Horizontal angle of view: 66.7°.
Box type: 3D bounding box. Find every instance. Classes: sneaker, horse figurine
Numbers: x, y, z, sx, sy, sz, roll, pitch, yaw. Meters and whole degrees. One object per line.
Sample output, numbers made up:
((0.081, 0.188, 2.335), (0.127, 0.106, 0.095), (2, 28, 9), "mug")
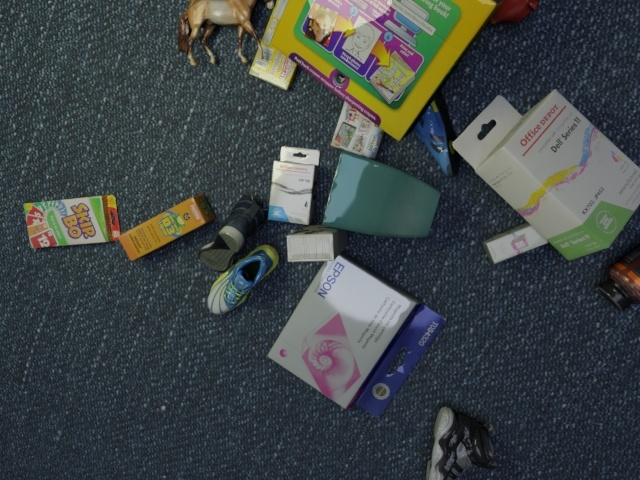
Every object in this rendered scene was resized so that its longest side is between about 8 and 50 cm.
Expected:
((0.341, 0.547, 1.174), (0.152, 0.101, 0.269), (9, 96, 11), "sneaker")
((-0.213, -0.020, 1.210), (0.086, 0.164, 0.226), (39, 143, -13), "sneaker")
((-0.232, -0.508, 1.145), (0.263, 0.066, 0.175), (-1, 105, 12), "horse figurine")
((0.258, -0.241, 1.113), (0.082, 0.069, 0.210), (-12, 103, 38), "sneaker")
((-0.208, 0.102, 1.199), (0.091, 0.126, 0.240), (44, 102, 2), "sneaker")

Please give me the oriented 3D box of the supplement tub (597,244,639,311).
((0.705, 0.065, 1.048), (0.198, 0.106, 0.106), (-41, 89, 12), "supplement tub")

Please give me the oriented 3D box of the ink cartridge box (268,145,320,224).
((-0.064, -0.135, 1.177), (0.104, 0.060, 0.180), (8, 99, 9), "ink cartridge box")

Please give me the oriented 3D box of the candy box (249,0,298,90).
((-0.084, -0.472, 1.153), (0.105, 0.027, 0.206), (25, 101, 5), "candy box")

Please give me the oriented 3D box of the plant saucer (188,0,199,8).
((-0.286, -0.565, 1.182), (0.083, 0.015, 0.084), (1, 98, 10), "plant saucer")

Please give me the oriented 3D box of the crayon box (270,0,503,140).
((0.117, -0.441, 0.987), (0.362, 0.106, 0.313), (39, 127, 5), "crayon box")

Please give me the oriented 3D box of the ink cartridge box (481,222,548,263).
((0.435, 0.002, 1.094), (0.122, 0.088, 0.052), (-22, 90, 11), "ink cartridge box")

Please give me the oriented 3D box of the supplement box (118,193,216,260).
((-0.390, -0.033, 1.239), (0.233, 0.080, 0.078), (-27, 94, 10), "supplement box")

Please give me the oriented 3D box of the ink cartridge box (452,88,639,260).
((0.476, -0.159, 1.011), (0.353, 0.119, 0.207), (44, 71, 2), "ink cartridge box")

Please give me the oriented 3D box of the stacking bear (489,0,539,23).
((0.332, -0.569, 1.011), (0.289, 0.175, 0.164), (40, 109, -7), "stacking bear")

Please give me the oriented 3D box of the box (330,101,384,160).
((0.109, -0.303, 1.137), (0.114, 0.036, 0.207), (20, 100, 7), "box")

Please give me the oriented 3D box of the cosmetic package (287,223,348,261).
((0.000, 0.000, 1.092), (0.098, 0.239, 0.061), (0, 97, 9), "cosmetic package")

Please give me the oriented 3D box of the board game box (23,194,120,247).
((-0.667, -0.050, 1.308), (0.259, 0.039, 0.124), (-5, 97, 8), "board game box")

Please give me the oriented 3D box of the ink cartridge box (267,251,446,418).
((0.086, 0.239, 1.198), (0.330, 0.071, 0.324), (32, 101, 6), "ink cartridge box")

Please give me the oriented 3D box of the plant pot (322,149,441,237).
((0.138, -0.093, 1.103), (0.234, 0.166, 0.166), (15, 100, -1), "plant pot")
